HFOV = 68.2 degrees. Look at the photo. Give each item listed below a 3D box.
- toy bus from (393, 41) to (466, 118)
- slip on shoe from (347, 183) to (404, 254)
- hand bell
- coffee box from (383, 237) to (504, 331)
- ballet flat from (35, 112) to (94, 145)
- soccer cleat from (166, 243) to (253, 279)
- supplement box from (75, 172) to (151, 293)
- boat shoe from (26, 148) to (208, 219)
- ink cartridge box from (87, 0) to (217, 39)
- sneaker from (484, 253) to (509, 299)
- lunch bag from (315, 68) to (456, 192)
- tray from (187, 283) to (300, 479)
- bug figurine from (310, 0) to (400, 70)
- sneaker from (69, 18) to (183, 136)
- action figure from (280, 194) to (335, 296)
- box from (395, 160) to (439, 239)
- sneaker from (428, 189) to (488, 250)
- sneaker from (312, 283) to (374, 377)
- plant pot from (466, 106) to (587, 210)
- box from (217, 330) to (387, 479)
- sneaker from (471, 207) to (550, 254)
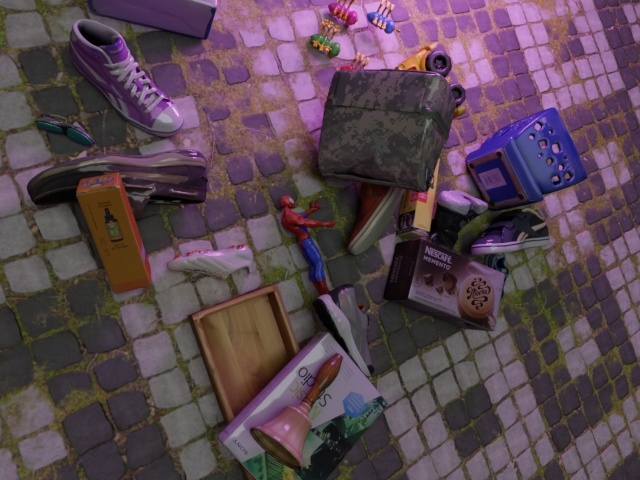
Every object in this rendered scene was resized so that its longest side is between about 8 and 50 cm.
[{"bbox_3d":[0.276,-0.412,1.345,0.212,0.149,0.220,-31,98,-12],"label":"toy bus"},{"bbox_3d":[0.149,-0.110,1.262,0.102,0.123,0.331,23,76,16],"label":"slip on shoe"},{"bbox_3d":[-0.021,0.332,0.980,0.126,0.126,0.242,50,55,-10],"label":"hand bell"},{"bbox_3d":[0.341,0.125,1.294,0.298,0.119,0.167,22,75,-20],"label":"coffee box"},{"bbox_3d":[-0.534,-0.239,0.998,0.115,0.041,0.041,20,74,-22],"label":"ballet flat"},{"bbox_3d":[-0.244,0.056,1.070,0.197,0.068,0.076,-8,88,-28],"label":"soccer cleat"},{"bbox_3d":[-0.401,-0.012,0.932,0.078,0.080,0.233,-12,124,-12],"label":"supplement box"},{"bbox_3d":[-0.403,-0.105,0.986,0.356,0.132,0.130,-13,87,-24],"label":"boat shoe"},{"bbox_3d":[-0.370,-0.703,1.082,0.270,0.151,0.394,5,81,-24],"label":"ink cartridge box"},{"bbox_3d":[0.532,0.109,1.418,0.053,0.059,0.144,-3,84,-27],"label":"sneaker"},{"bbox_3d":[0.150,-0.258,1.155,0.213,0.306,0.255,24,81,-65],"label":"lunch bag"},{"bbox_3d":[-0.133,0.327,1.074,0.203,0.076,0.410,-19,91,-26],"label":"tray"},{"bbox_3d":[0.094,-0.560,1.315,0.217,0.072,0.278,28,76,-12],"label":"bug figurine"},{"bbox_3d":[-0.409,-0.342,1.004,0.282,0.161,0.102,38,67,-16],"label":"sneaker"},{"bbox_3d":[0.000,0.000,1.176,0.139,0.091,0.280,-31,96,-19],"label":"action figure"},{"bbox_3d":[0.272,-0.121,1.321,0.058,0.087,0.232,17,76,-21],"label":"box"},{"bbox_3d":[0.382,-0.059,1.352,0.269,0.101,0.152,-6,124,-54],"label":"sneaker"},{"bbox_3d":[0.083,0.223,1.135,0.108,0.100,0.271,-34,120,-20],"label":"sneaker"},{"bbox_3d":[0.592,-0.223,1.409,0.212,0.236,0.235,-30,95,-18],"label":"plant pot"},{"bbox_3d":[-0.029,0.394,1.039,0.322,0.058,0.232,-43,100,-22],"label":"box"},{"bbox_3d":[0.562,-0.027,1.419,0.322,0.126,0.127,-8,89,-36],"label":"sneaker"}]
